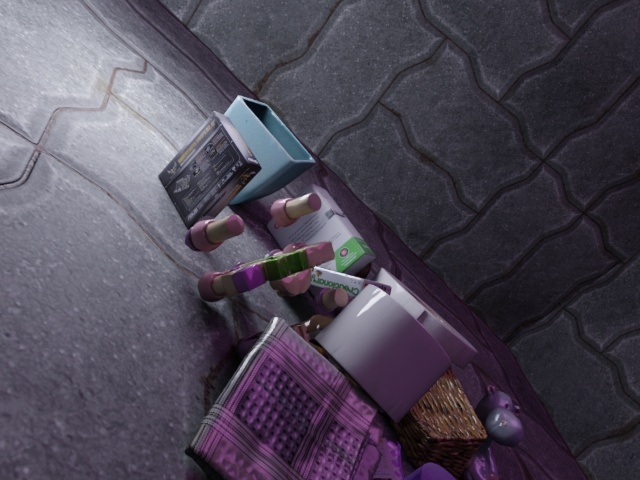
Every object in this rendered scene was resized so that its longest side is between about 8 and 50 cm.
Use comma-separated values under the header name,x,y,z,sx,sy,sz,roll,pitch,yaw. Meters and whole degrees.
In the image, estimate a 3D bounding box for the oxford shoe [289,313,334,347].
name,x,y,z,sx,sy,sz,roll,pitch,yaw
oxford shoe,0.021,0.213,1.337,0.227,0.083,0.096,-4,39,-28

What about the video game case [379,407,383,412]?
name,x,y,z,sx,sy,sz,roll,pitch,yaw
video game case,0.142,0.307,1.457,0.206,0.026,0.227,-109,-167,-53

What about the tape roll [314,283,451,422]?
name,x,y,z,sx,sy,sz,roll,pitch,yaw
tape roll,0.130,0.235,1.145,0.246,0.169,0.246,46,-8,8

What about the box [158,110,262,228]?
name,x,y,z,sx,sy,sz,roll,pitch,yaw
box,-0.272,-0.165,1.315,0.183,0.231,0.056,55,20,25

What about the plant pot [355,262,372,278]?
name,x,y,z,sx,sy,sz,roll,pitch,yaw
plant pot,0.062,0.069,1.824,0.167,0.167,0.165,55,24,20

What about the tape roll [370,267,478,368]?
name,x,y,z,sx,sy,sz,roll,pitch,yaw
tape roll,0.311,0.234,1.668,0.392,0.072,0.392,41,5,-4

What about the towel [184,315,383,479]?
name,x,y,z,sx,sy,sz,roll,pitch,yaw
towel,-0.029,0.333,0.921,0.324,0.056,0.312,47,38,-10

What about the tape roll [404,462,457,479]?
name,x,y,z,sx,sy,sz,roll,pitch,yaw
tape roll,0.276,0.633,1.179,0.275,0.090,0.275,44,17,-17

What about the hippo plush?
name,x,y,z,sx,sy,sz,roll,pitch,yaw
hippo plush,0.503,0.577,1.633,0.234,0.236,0.294,46,14,-18

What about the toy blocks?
name,x,y,z,sx,sy,sz,roll,pitch,yaw
toy blocks,-0.137,0.083,1.200,0.288,0.260,0.309,-20,93,-43

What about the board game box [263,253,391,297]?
name,x,y,z,sx,sy,sz,roll,pitch,yaw
board game box,0.018,0.104,1.473,0.305,0.053,0.193,13,-3,30

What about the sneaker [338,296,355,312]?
name,x,y,z,sx,sy,sz,roll,pitch,yaw
sneaker,0.161,0.220,1.774,0.127,0.126,0.321,57,17,21

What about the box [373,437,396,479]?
name,x,y,z,sx,sy,sz,roll,pitch,yaw
box,0.093,0.480,1.011,0.100,0.060,0.244,5,28,-8

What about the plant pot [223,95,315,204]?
name,x,y,z,sx,sy,sz,roll,pitch,yaw
plant pot,-0.208,-0.243,1.628,0.248,0.252,0.247,50,16,3

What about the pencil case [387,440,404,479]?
name,x,y,z,sx,sy,sz,roll,pitch,yaw
pencil case,0.144,0.510,1.110,0.086,0.088,0.206,57,9,-29

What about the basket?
name,x,y,z,sx,sy,sz,roll,pitch,yaw
basket,0.272,0.491,1.494,0.213,0.223,0.299,6,35,-20

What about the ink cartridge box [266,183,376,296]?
name,x,y,z,sx,sy,sz,roll,pitch,yaw
ink cartridge box,0.000,0.000,1.693,0.289,0.211,0.121,55,17,20

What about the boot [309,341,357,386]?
name,x,y,z,sx,sy,sz,roll,pitch,yaw
boot,0.012,0.343,1.161,0.220,0.109,0.283,44,9,-32
